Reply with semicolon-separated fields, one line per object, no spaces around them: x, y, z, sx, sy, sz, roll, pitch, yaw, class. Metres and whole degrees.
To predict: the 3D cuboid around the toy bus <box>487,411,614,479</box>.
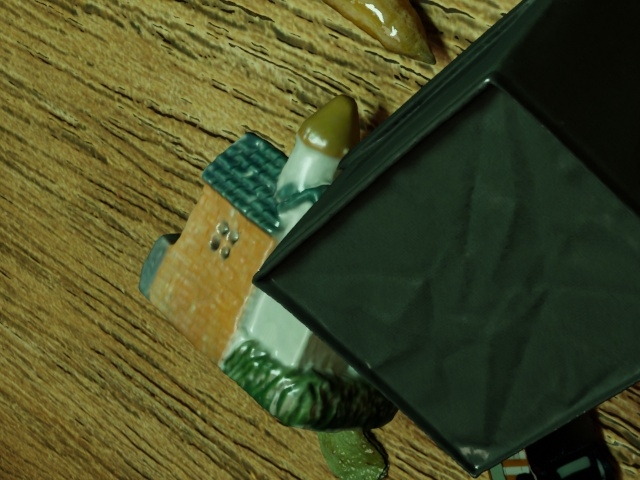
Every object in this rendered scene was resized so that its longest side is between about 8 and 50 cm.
0.232;0.302;1.593;0.092;0.093;0.409;2;110;59;toy bus

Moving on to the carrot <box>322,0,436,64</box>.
0.033;-0.225;1.577;0.205;0.072;0.072;48;140;20;carrot

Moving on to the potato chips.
0.008;0.163;1.857;0.209;0.026;0.142;51;144;23;potato chips

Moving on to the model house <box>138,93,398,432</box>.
0.000;0.000;1.687;0.271;0.190;0.301;40;116;38;model house

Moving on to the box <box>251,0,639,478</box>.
0.163;-0.017;1.319;0.251;0.204;0.345;43;138;-6;box
